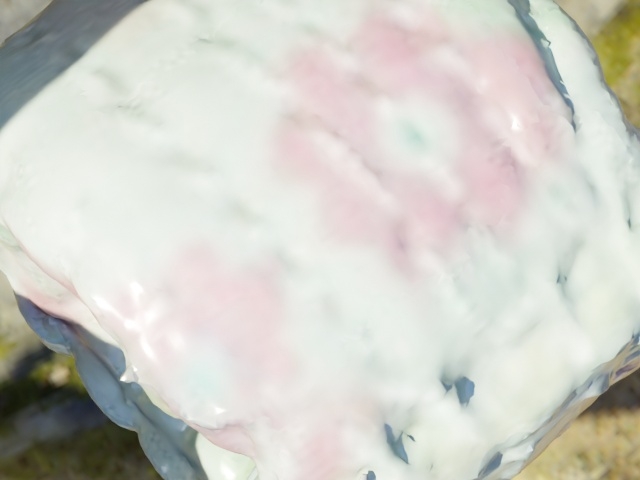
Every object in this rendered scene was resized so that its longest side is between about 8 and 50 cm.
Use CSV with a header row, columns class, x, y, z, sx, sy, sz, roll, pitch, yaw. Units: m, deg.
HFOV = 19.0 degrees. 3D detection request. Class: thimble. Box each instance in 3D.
class,x,y,z,sx,sy,sz,roll,pitch,yaw
thimble,0.000,0.000,0.531,0.149,0.211,0.185,-39,126,-12
